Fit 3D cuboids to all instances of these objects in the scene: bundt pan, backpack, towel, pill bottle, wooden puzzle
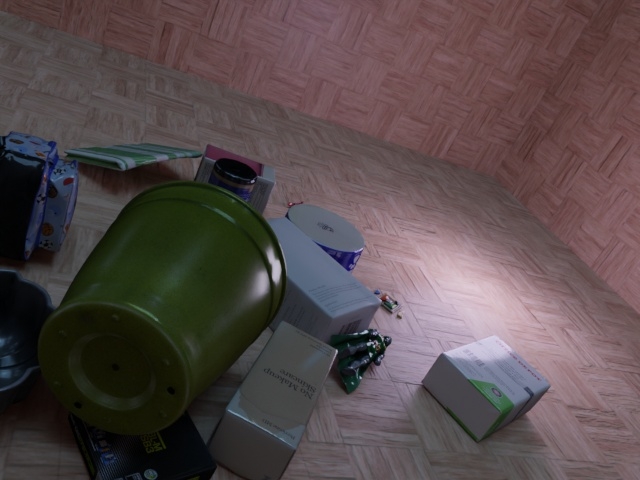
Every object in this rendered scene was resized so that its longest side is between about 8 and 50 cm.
[{"bbox_3d":[-0.588,0.168,0.890,0.331,0.124,0.331,20,26,-10],"label":"bundt pan"},{"bbox_3d":[-0.635,-0.110,1.232,0.213,0.276,0.263,15,21,-32],"label":"backpack"},{"bbox_3d":[-0.557,-0.255,1.719,0.248,0.038,0.325,11,17,26],"label":"towel"},{"bbox_3d":[-0.268,-0.108,1.586,0.123,0.219,0.123,20,26,-11],"label":"pill bottle"},{"bbox_3d":[0.207,0.186,1.707,0.116,0.014,0.078,33,26,16],"label":"wooden puzzle"}]

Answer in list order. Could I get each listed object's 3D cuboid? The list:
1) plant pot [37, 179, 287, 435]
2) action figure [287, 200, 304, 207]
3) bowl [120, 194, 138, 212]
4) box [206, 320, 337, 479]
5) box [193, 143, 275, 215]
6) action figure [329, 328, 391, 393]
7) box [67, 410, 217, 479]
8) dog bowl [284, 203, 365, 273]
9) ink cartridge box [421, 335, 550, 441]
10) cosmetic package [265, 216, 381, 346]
[{"bbox_3d":[-0.271,0.125,0.970,0.366,0.366,0.353,25,25,-2],"label":"plant pot"},{"bbox_3d":[-0.065,-0.119,2.016,0.115,0.030,0.038,8,36,-29],"label":"action figure"},{"bbox_3d":[-0.444,-0.084,1.543,0.170,0.080,0.170,22,26,-11],"label":"bowl"},{"bbox_3d":[-0.084,0.303,1.098,0.148,0.121,0.311,28,25,2],"label":"box"},{"bbox_3d":[-0.275,-0.183,1.803,0.232,0.148,0.127,19,26,-16],"label":"box"},{"bbox_3d":[0.113,0.266,1.380,0.232,0.063,0.137,-11,88,-59],"label":"action figure"},{"bbox_3d":[-0.294,0.332,0.941,0.184,0.045,0.190,-2,37,-42],"label":"box"},{"bbox_3d":[0.000,0.000,1.762,0.265,0.104,0.265,20,27,-11],"label":"dog bowl"},{"bbox_3d":[0.424,0.365,1.452,0.273,0.114,0.198,-3,39,-45],"label":"ink cartridge box"},{"bbox_3d":[-0.065,0.109,1.445,0.385,0.156,0.217,40,29,30],"label":"cosmetic package"}]
